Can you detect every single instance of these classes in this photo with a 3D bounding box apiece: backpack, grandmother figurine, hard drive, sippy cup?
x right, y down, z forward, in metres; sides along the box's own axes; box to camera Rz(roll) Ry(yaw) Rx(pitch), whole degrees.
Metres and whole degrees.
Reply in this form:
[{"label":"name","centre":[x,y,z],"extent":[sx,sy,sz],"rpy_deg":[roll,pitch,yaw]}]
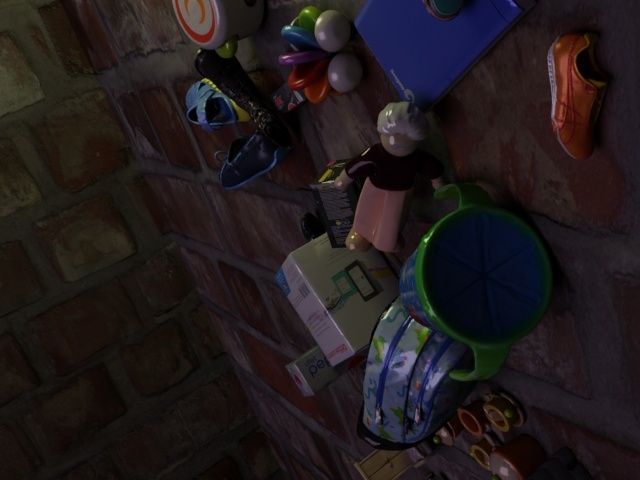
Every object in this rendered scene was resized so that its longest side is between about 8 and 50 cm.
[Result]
[{"label":"backpack","centre":[0.217,0.261,1.417],"extent":[0.273,0.290,0.356],"rpy_deg":[20,129,44]},{"label":"grandmother figurine","centre":[0.134,-0.111,1.220],"extent":[0.342,0.207,0.104],"rpy_deg":[95,165,-51]},{"label":"hard drive","centre":[0.174,-0.353,1.034],"extent":[0.210,0.040,0.318],"rpy_deg":[58,157,5]},{"label":"sippy cup","centre":[0.247,0.072,1.171],"extent":[0.240,0.305,0.224],"rpy_deg":[33,166,-5]}]

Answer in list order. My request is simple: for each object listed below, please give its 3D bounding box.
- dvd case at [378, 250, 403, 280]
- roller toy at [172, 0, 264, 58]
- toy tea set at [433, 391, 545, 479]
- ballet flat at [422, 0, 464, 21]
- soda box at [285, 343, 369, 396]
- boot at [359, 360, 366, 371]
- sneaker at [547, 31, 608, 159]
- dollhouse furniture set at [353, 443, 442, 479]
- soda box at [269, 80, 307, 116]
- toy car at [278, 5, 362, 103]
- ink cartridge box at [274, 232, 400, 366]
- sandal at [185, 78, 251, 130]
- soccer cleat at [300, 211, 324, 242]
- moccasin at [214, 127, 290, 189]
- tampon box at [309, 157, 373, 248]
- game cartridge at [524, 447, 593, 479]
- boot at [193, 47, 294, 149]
[{"label":"dvd case","centre":[0.162,0.088,1.605],"extent":[0.221,0.018,0.164],"rpy_deg":[48,154,26]},{"label":"roller toy","centre":[-0.225,-0.539,1.486],"extent":[0.191,0.146,0.209],"rpy_deg":[42,144,22]},{"label":"toy tea set","centre":[0.359,0.464,1.514],"extent":[0.200,0.124,0.336],"rpy_deg":[57,156,6]},{"label":"ballet flat","centre":[0.139,-0.409,0.911],"extent":[0.079,0.076,0.222],"rpy_deg":[-128,15,-69]},{"label":"soda box","centre":[0.058,0.280,1.699],"extent":[0.098,0.286,0.091],"rpy_deg":[58,156,4]},{"label":"boot","centre":[0.185,0.372,1.839],"extent":[0.137,0.077,0.198],"rpy_deg":[50,169,10]},{"label":"sneaker","centre":[0.342,-0.183,0.872],"extent":[0.067,0.064,0.175],"rpy_deg":[14,133,46]},{"label":"dollhouse furniture set","centre":[0.213,0.625,1.864],"extent":[0.303,0.173,0.355],"rpy_deg":[51,165,18]},{"label":"soda box","centre":[-0.055,-0.334,1.502],"extent":[0.060,0.053,0.169],"rpy_deg":[63,157,-7]},{"label":"toy car","centre":[-0.016,-0.355,1.293],"extent":[0.159,0.136,0.182],"rpy_deg":[22,137,55]},{"label":"ink cartridge box","centre":[0.056,0.128,1.591],"extent":[0.270,0.197,0.198],"rpy_deg":[57,157,8]},{"label":"sandal","centre":[-0.324,-0.380,1.887],"extent":[0.317,0.138,0.126],"rpy_deg":[23,139,57]},{"label":"soccer cleat","centre":[0.000,0.000,1.789],"extent":[0.072,0.060,0.179],"rpy_deg":[17,139,45]},{"label":"moccasin","centre":[-0.197,-0.238,1.824],"extent":[0.117,0.138,0.342],"rpy_deg":[50,146,-14]},{"label":"tampon box","centre":[0.065,-0.082,1.433],"extent":[0.101,0.120,0.161],"rpy_deg":[-5,118,29]},{"label":"game cartridge","centre":[0.505,0.608,1.259],"extent":[0.355,0.230,0.068],"rpy_deg":[53,156,16]},{"label":"boot","centre":[-0.171,-0.341,1.591],"extent":[0.229,0.091,0.263],"rpy_deg":[53,-169,34]}]
